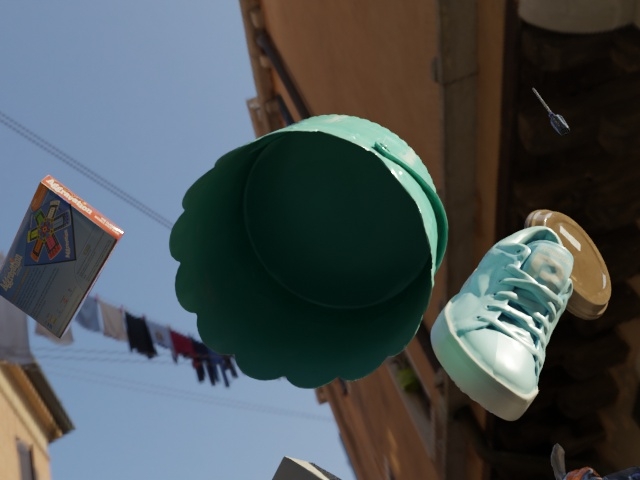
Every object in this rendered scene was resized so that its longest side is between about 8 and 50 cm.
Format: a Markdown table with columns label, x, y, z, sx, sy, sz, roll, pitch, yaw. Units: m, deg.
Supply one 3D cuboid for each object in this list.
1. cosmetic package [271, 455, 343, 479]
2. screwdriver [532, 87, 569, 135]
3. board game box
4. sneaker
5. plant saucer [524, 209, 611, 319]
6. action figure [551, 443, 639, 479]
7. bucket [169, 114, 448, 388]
| label | x | y | z | sx | sy | sz | roll | pitch | yaw |
| --- | --- | --- | --- | --- | --- | --- | --- | --- | --- |
| cosmetic package | -0.057 | 0.341 | 0.869 | 0.239 | 0.060 | 0.099 | -62 | -25 | -9 |
| screwdriver | 0.434 | -0.246 | 1.637 | 0.024 | 0.170 | 0.025 | 4 | -58 | -15 |
| board game box | -0.426 | 0.034 | 1.376 | 0.145 | 0.027 | 0.281 | 37 | -51 | -4 |
| sneaker | 0.230 | 0.068 | 1.024 | 0.135 | 0.366 | 0.150 | 31 | -66 | 0 |
| plant saucer | 0.562 | 0.046 | 1.925 | 0.277 | 0.278 | 0.041 | 17 | -40 | -37 |
| action figure | 0.430 | 0.390 | 1.198 | 0.341 | 0.330 | 0.179 | 2 | -85 | -35 |
| bucket | 0.000 | 0.000 | 0.913 | 0.281 | 0.183 | 0.281 | 5 | -71 | 14 |
